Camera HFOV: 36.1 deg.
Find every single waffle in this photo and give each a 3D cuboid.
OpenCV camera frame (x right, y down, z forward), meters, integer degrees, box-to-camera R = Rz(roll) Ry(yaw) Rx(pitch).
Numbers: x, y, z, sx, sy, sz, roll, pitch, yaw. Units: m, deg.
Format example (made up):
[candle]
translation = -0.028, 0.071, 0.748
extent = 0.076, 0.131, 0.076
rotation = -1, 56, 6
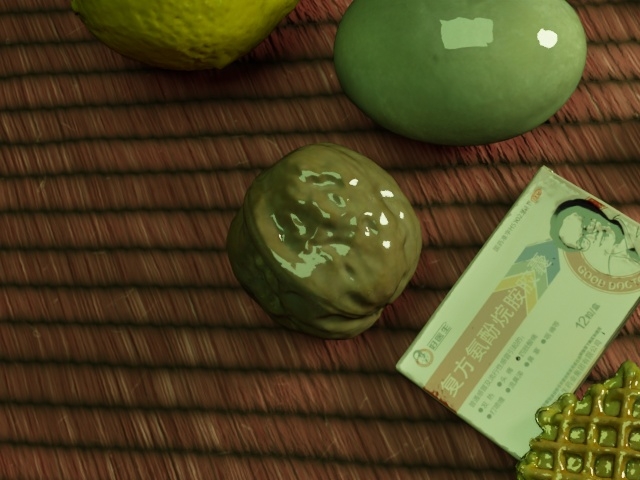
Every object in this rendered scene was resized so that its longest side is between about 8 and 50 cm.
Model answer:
[waffle]
translation = 0.366, 0.280, 1.197
extent = 0.238, 0.059, 0.243
rotation = -42, 58, 3

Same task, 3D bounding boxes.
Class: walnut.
[walnut]
translation = -0.001, 0.002, 1.360
extent = 0.273, 0.273, 0.227
rotation = 39, 55, 22

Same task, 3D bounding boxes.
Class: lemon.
[lemon]
translation = -0.200, -0.423, 1.490
extent = 0.387, 0.350, 0.350
rotation = 4, 74, -2

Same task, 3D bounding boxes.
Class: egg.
[egg]
translation = 0.189, -0.260, 1.370
extent = 0.352, 0.258, 0.258
rotation = 12, 78, 20

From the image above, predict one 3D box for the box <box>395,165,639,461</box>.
[box]
translation = 0.291, 0.098, 1.339
extent = 0.214, 0.069, 0.353
rotation = 35, 84, 22
